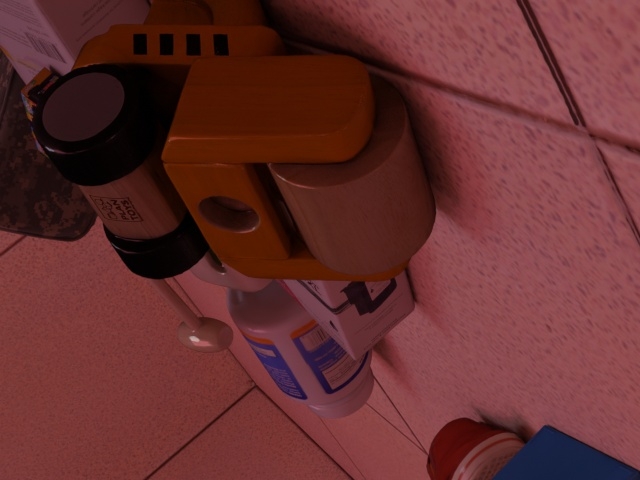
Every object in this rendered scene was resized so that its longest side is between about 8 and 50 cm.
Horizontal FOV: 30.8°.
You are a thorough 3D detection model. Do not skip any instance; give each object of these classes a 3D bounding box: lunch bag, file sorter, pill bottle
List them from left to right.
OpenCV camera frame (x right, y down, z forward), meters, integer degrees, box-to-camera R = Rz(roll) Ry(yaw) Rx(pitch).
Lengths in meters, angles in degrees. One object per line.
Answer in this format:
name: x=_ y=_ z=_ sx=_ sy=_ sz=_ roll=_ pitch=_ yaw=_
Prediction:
lunch bag: x=-0.441 y=-0.172 z=1.756 sx=0.213 sy=0.305 sz=0.256 roll=11 pitch=-165 yaw=-35
pill bottle: x=-0.016 y=0.137 z=1.634 sx=0.152 sy=0.152 sz=0.272 roll=41 pitch=166 yaw=40
file sorter: x=0.250 y=0.276 z=1.135 sx=0.104 sy=0.118 sz=0.170 roll=49 pitch=170 yaw=-16

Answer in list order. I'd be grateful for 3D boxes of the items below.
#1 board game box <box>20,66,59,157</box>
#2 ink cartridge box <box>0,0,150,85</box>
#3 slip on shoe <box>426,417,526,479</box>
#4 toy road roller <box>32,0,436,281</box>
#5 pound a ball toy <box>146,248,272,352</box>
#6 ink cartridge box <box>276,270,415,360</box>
board game box: x=-0.297 y=-0.124 z=1.453 sx=0.141 sy=0.048 sz=0.170 roll=37 pitch=161 yaw=6
ink cartridge box: x=-0.303 y=-0.254 z=1.451 sx=0.226 sy=0.131 sz=0.306 roll=27 pitch=158 yaw=38
slip on shoe: x=0.178 y=0.269 z=1.417 sx=0.101 sy=0.123 sz=0.331 roll=52 pitch=175 yaw=13
toy road roller: x=-0.061 y=-0.112 z=0.995 sx=0.330 sy=0.240 sz=0.202 roll=4 pitch=148 yaw=19
pound a ball toy: x=-0.132 y=-0.019 z=1.429 sx=0.136 sy=0.208 sz=0.319 roll=10 pitch=147 yaw=29
ink cartridge box: x=0.000 y=0.000 z=1.243 sx=0.172 sy=0.100 sz=0.237 roll=44 pitch=168 yaw=27
